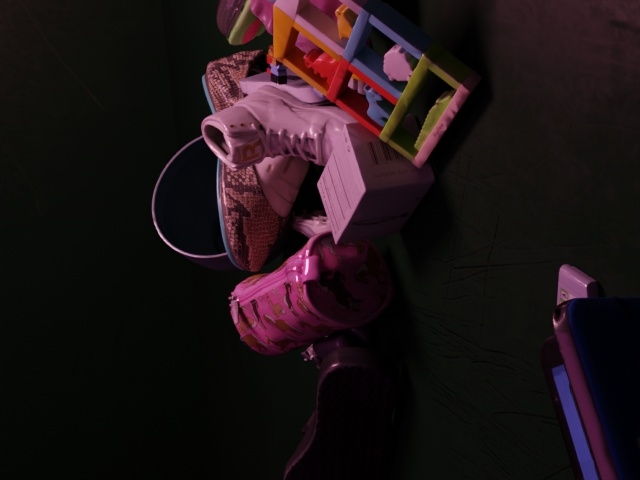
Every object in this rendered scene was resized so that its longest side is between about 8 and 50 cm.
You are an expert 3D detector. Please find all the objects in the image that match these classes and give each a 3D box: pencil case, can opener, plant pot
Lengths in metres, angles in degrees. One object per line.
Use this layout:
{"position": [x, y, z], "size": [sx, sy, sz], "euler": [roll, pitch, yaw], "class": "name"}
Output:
{"position": [-0.026, 0.095, 1.537], "size": [0.160, 0.167, 0.386], "euler": [61, 153, 1], "class": "pencil case"}
{"position": [0.039, 0.202, 1.666], "size": [0.095, 0.076, 0.283], "euler": [48, 163, -4], "class": "can opener"}
{"position": [-0.170, -0.056, 1.891], "size": [0.196, 0.293, 0.293], "euler": [56, -168, -57], "class": "plant pot"}

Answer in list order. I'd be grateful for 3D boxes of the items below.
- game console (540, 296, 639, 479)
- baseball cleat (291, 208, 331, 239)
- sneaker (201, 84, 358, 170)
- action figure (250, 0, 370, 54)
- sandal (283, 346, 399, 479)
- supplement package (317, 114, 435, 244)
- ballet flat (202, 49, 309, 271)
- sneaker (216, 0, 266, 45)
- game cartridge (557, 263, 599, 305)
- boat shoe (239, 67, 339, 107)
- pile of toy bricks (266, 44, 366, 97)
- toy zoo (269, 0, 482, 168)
{"position": [0.238, 0.209, 0.774], "size": [0.173, 0.250, 0.293], "euler": [-27, 71, 37], "class": "game console"}
{"position": [0.000, 0.000, 1.643], "size": [0.206, 0.072, 0.110], "euler": [-157, 52, -75], "class": "baseball cleat"}
{"position": [-0.056, -0.145, 1.421], "size": [0.292, 0.169, 0.108], "euler": [25, 134, 39], "class": "sneaker"}
{"position": [0.041, -0.414, 1.186], "size": [0.276, 0.248, 0.370], "euler": [-56, -10, -49], "class": "action figure"}
{"position": [0.047, 0.323, 1.583], "size": [0.107, 0.167, 0.446], "euler": [-80, 5, -48], "class": "sandal"}
{"position": [0.074, -0.082, 1.282], "size": [0.179, 0.105, 0.105], "euler": [117, 140, -65], "class": "supplement package"}
{"position": [-0.113, -0.179, 1.720], "size": [0.164, 0.182, 0.483], "euler": [44, -151, -52], "class": "ballet flat"}
{"position": [-0.116, -0.549, 1.424], "size": [0.185, 0.202, 0.483], "euler": [-40, -40, -59], "class": "sneaker"}
{"position": [0.256, 0.071, 0.913], "size": [0.056, 0.017, 0.083], "euler": [-139, 42, -60], "class": "game cartridge"}
{"position": [-0.046, -0.238, 1.599], "size": [0.306, 0.113, 0.105], "euler": [20, 125, 54], "class": "boat shoe"}
{"position": [-0.007, -0.294, 1.412], "size": [0.212, 0.118, 0.105], "euler": [37, 133, 55], "class": "pile of toy bricks"}
{"position": [0.043, -0.228, 1.129], "size": [0.293, 0.030, 0.192], "euler": [38, 154, 6], "class": "toy zoo"}
